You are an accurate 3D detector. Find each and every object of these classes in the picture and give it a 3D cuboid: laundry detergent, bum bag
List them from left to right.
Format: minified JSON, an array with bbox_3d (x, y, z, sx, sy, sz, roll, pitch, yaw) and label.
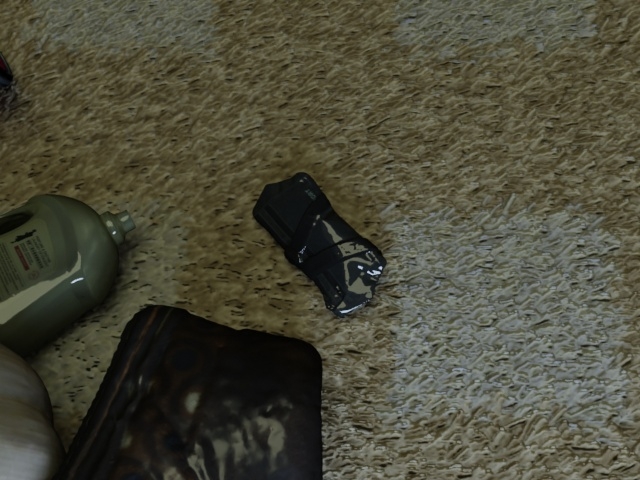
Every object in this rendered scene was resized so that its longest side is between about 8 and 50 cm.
[{"bbox_3d":[-0.332,0.032,1.104,0.253,0.091,0.181,-30,57,-10],"label":"laundry detergent"},{"bbox_3d":[0.000,0.000,1.113,0.087,0.049,0.197,-46,64,8],"label":"bum bag"}]

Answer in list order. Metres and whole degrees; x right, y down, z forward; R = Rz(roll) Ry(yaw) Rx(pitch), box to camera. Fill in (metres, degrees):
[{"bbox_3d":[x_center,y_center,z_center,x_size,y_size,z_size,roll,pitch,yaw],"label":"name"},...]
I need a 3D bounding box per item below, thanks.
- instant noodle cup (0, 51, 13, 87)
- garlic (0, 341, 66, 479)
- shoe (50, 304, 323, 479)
[{"bbox_3d":[-0.545,-0.248,1.213,0.182,0.258,0.302,-39,19,1],"label":"instant noodle cup"},{"bbox_3d":[-0.390,0.222,0.917,0.322,0.241,0.321,-18,38,15],"label":"garlic"},{"bbox_3d":[-0.116,0.243,0.896,0.237,0.171,0.383,11,49,7],"label":"shoe"}]
